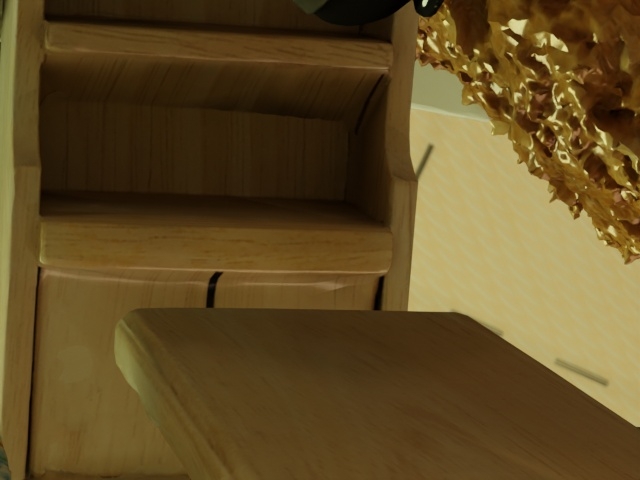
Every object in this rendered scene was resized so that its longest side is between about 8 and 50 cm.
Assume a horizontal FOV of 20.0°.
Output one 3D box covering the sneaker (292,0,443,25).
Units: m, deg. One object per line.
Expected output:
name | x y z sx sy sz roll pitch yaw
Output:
sneaker | 0.043 -0.112 0.419 0.146 0.102 0.293 -48 -168 -9

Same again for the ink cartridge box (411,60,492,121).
ink cartridge box | 0.028 -0.173 1.263 0.197 0.114 0.273 10 -168 -2

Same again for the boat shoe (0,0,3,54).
boat shoe | -0.155 -0.112 0.795 0.091 0.114 0.302 -19 175 21

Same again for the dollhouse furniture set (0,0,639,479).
dollhouse furniture set | 0.000 0.000 0.543 0.362 0.256 0.394 1 -170 -16

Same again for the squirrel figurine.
squirrel figurine | 0.181 -0.101 0.922 0.281 0.370 0.397 -19 -177 39
